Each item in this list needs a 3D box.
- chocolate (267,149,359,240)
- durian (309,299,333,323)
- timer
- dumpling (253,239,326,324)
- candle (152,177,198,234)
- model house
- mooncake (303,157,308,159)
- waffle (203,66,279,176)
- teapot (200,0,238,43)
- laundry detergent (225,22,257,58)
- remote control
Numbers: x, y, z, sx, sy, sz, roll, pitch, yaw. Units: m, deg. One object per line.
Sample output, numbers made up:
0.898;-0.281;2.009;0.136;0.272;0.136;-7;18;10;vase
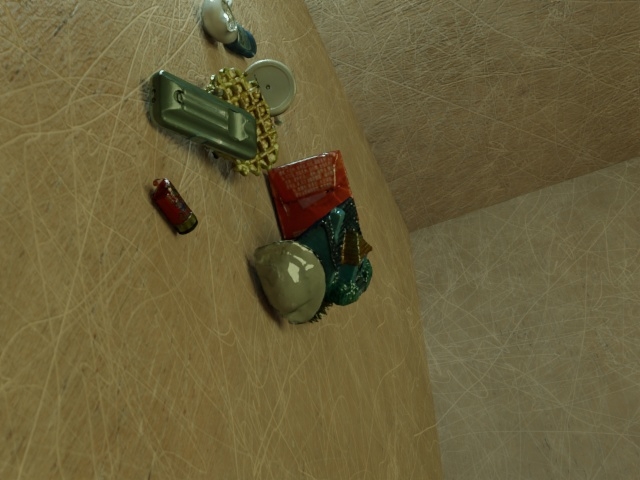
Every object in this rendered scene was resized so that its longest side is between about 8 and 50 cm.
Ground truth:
-0.022;-0.130;2.105;0.108;0.237;0.235;76;-2;-79;chocolate
-0.032;0.125;2.074;0.198;0.163;0.394;29;18;-5;durian
-0.162;-0.463;2.224;0.266;0.175;0.175;109;-37;-88;timer
-0.070;0.097;1.781;0.247;0.172;0.142;63;-4;-24;dumpling
-0.301;-0.073;1.393;0.052;0.052;0.131;-89;155;-51;candle
0.057;0.004;1.907;0.261;0.225;0.241;-47;158;-60;model house
-0.017;-0.165;2.362;0.245;0.133;0.245;55;18;-27;mooncake
-0.208;-0.307;1.799;0.262;0.060;0.281;29;60;-40;waffle
-0.298;-0.656;2.025;0.226;0.092;0.145;-94;162;-47;teapot
-0.254;-0.642;2.216;0.206;0.061;0.097;-6;75;-75;laundry detergent
-0.261;-0.287;1.609;0.335;0.065;0.128;16;65;-55;remote control
